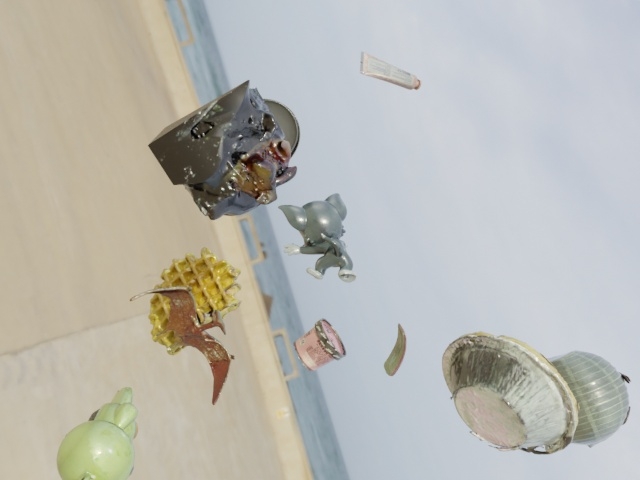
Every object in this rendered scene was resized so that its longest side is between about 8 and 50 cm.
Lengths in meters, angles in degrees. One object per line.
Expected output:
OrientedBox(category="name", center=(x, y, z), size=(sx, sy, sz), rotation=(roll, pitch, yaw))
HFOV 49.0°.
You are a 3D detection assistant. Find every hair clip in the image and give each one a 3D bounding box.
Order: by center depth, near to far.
OrientedBox(category="hair clip", center=(0.185, 0.266, 1.707), size=(0.054, 0.022, 0.137), rotation=(-124, -137, -56))

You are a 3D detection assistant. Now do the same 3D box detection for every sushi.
OrientedBox(category="sushi", center=(-0.163, -0.152, 1.326), size=(0.212, 0.215, 0.227), rotation=(59, 1, -3))

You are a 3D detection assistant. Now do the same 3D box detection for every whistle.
OrientedBox(category="whistle", center=(-0.387, 0.374, 1.306), size=(0.294, 0.141, 0.141), rotation=(-48, 122, -78))

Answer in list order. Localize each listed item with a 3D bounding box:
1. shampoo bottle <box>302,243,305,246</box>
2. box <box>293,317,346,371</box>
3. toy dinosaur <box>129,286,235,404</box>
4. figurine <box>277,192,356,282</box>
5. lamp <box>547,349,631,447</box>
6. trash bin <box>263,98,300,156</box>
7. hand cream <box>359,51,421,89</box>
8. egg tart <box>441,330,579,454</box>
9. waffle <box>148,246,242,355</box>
OrientedBox(category="shampoo bottle", center=(-0.030, 0.016, 2.342), size=(0.137, 0.048, 0.027), rotation=(-6, 93, -79))
OrientedBox(category="box", center=(-0.007, 0.362, 2.379), size=(0.151, 0.135, 0.151), rotation=(52, 12, -16))
OrientedBox(category="toy dinosaur", center=(-0.330, 0.254, 1.755), size=(0.113, 0.207, 0.327), rotation=(-63, 153, -55))
OrientedBox(category="figurine", center=(0.001, -0.001, 1.845), size=(0.265, 0.193, 0.140), rotation=(-118, -156, -49))
OrientedBox(category="lamp", center=(0.619, 0.383, 1.695), size=(0.265, 0.233, 0.233), rotation=(-31, -105, 62))
OrientedBox(category="trash bin", center=(-0.165, -0.318, 2.084), size=(0.334, 0.214, 0.214), rotation=(-122, -165, -83))
OrientedBox(category="hand cream", center=(0.195, -0.468, 1.975), size=(0.043, 0.210, 0.067), rotation=(-12, -112, 56))
OrientedBox(category="egg tart", center=(0.283, 0.249, 1.101), size=(0.234, 0.094, 0.234), rotation=(30, -40, 29))
OrientedBox(category="waffle", center=(-0.345, 0.163, 1.906), size=(0.065, 0.283, 0.309), rotation=(36, 63, -62))
